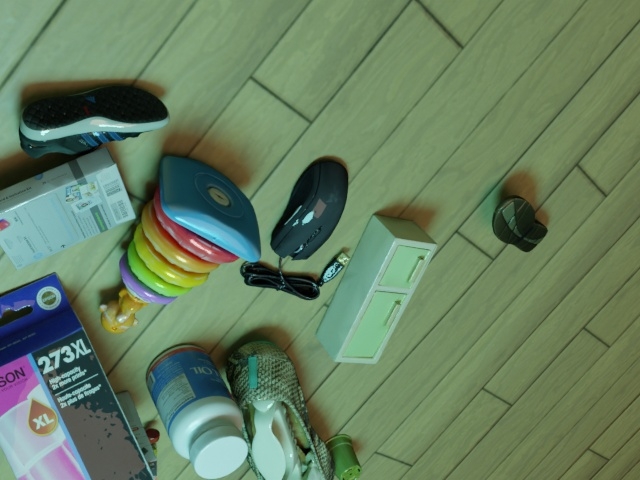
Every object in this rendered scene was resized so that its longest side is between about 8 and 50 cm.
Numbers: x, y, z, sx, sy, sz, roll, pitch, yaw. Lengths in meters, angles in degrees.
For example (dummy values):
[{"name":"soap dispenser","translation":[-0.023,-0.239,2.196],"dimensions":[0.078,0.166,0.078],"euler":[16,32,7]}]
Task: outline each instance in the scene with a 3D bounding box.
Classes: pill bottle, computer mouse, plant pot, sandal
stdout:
[{"name":"pill bottle","translation":[-0.203,0.287,1.452],"dimensions":[0.124,0.221,0.124],"euler":[-16,129,-21]},{"name":"computer mouse","translation":[0.000,0.000,1.478],"dimensions":[0.184,0.060,0.262],"euler":[22,109,-39]},{"name":"plant pot","translation":[0.047,0.468,1.831],"dimensions":[0.083,0.079,0.083],"euler":[-16,129,-20]},{"name":"sandal","translation":[0.381,-0.038,1.688],"dimensions":[0.090,0.060,0.219],"euler":[-46,148,14]}]

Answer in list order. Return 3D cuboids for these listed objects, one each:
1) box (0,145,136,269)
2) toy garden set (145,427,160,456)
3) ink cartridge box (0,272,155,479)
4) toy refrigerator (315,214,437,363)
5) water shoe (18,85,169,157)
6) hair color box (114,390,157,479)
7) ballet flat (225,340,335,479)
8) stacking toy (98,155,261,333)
[{"name":"box","translation":[-0.362,-0.042,1.212],"dimensions":[0.186,0.038,0.145],"euler":[-27,154,-13]},{"name":"toy garden set","translation":[-0.325,0.471,1.515],"dimensions":[0.049,0.244,0.204],"euler":[8,120,-8]},{"name":"ink cartridge box","translation":[-0.396,0.252,1.293],"dimensions":[0.175,0.069,0.371],"euler":[-26,98,-19]},{"name":"toy refrigerator","translation":[0.101,0.095,1.585],"dimensions":[0.102,0.094,0.270],"euler":[9,116,-35]},{"name":"water shoe","translation":[-0.309,-0.160,1.186],"dimensions":[0.203,0.073,0.080],"euler":[-8,153,-28]},{"name":"hair color box","translation":[-0.339,0.333,1.440],"dimensions":[0.093,0.167,0.053],"euler":[-11,127,-24]},{"name":"ballet flat","translation":[-0.076,0.399,1.634],"dimensions":[0.163,0.182,0.483],"euler":[-10,131,6]},{"name":"stacking toy","translation":[-0.239,0.036,1.316],"dimensions":[0.175,0.166,0.302],"euler":[30,115,-28]}]
